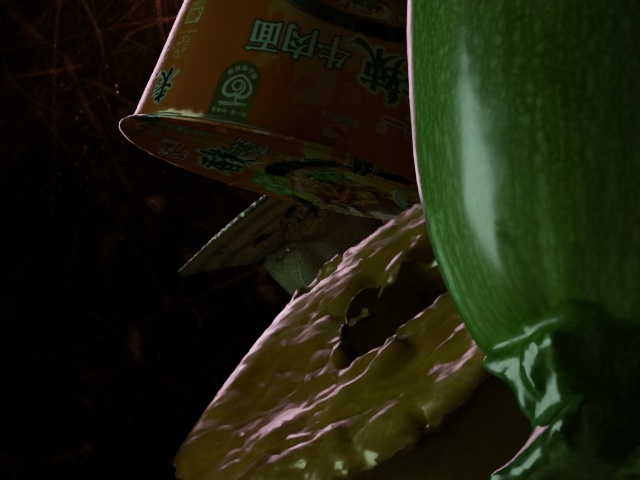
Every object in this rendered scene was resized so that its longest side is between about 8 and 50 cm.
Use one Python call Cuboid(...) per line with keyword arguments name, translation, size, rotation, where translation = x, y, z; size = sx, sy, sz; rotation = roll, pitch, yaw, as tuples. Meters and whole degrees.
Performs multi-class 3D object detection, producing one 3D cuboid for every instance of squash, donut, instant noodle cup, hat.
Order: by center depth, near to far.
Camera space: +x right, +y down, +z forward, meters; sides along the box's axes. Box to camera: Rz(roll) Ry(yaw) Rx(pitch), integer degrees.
Cuboid(name="squash", translation=(0.077, -0.113, 0.523), size=(0.107, 0.107, 0.395), rotation=(100, 176, -60))
Cuboid(name="donut", translation=(0.039, 0.042, 0.582), size=(0.065, 0.162, 0.178), rotation=(56, -134, -17))
Cuboid(name="instant noodle cup", translation=(-0.005, -0.129, 1.295), size=(0.230, 0.230, 0.182), rotation=(112, 173, -81))
Cuboid(name="hat", translation=(0.000, 0.000, 1.726), size=(0.110, 0.252, 0.252), rotation=(54, 173, 4))
